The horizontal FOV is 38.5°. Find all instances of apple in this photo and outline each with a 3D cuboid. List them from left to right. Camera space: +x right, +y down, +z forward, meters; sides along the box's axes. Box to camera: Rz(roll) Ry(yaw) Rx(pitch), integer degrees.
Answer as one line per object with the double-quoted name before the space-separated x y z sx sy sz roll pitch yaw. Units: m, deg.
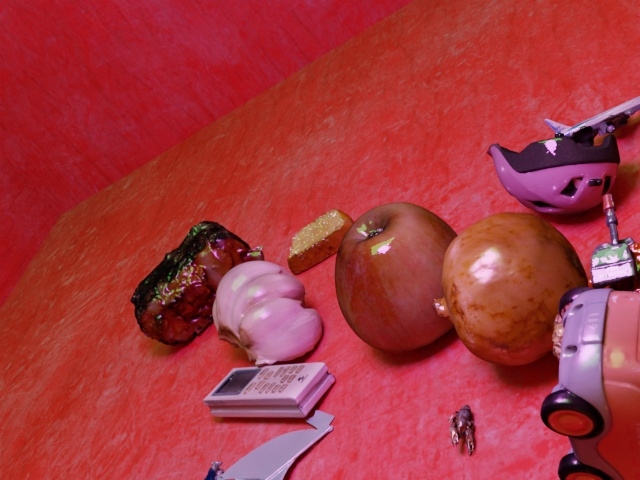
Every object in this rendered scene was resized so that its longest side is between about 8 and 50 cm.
"apple" 0.137 0.062 1.611 0.257 0.234 0.257 -31 28 19

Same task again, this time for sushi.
"sushi" -0.284 0.107 2.196 0.343 0.196 0.182 -44 43 1

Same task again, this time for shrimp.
"shrimp" 0.209 0.280 1.369 0.092 0.038 0.029 -86 9 -58

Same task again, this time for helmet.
"helmet" 0.418 -0.115 1.630 0.198 0.154 0.253 -5 -8 -21

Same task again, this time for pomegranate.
"pomegranate" 0.287 0.074 1.398 0.248 0.248 0.248 -31 25 16

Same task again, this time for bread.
"bread" 0.000 0.000 2.115 0.187 0.065 0.103 -32 31 18

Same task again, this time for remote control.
"remote control" -0.104 0.285 1.747 0.277 0.055 0.103 -11 26 46

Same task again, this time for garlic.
"garlic" -0.111 0.132 1.894 0.203 0.184 0.281 -22 12 -26

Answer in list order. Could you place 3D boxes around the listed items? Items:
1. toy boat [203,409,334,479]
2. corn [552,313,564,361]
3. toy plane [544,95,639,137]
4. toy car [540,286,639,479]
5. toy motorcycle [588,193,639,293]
"toy boat" -0.096 0.386 1.577 0.291 0.067 0.220 -41 22 -14
"corn" 0.446 0.134 1.192 0.290 0.098 0.098 -1 42 37
"toy plane" 0.542 -0.230 1.730 0.226 0.058 0.226 -14 2 9
"toy car" 0.385 0.181 1.066 0.212 0.270 0.180 -1 45 26
"toy motorcycle" 0.529 0.016 1.273 0.326 0.148 0.221 -17 54 28
